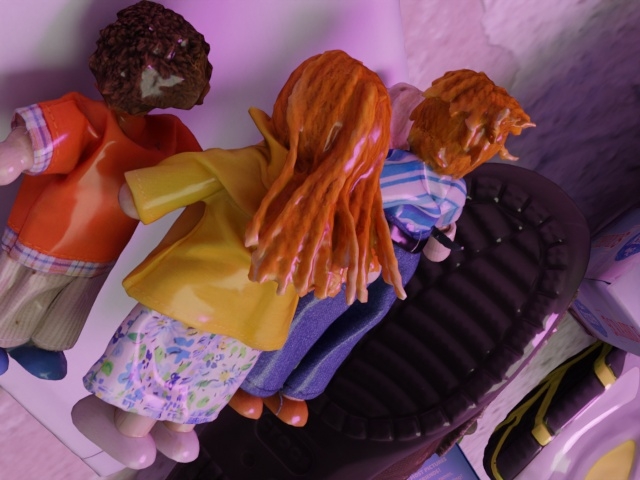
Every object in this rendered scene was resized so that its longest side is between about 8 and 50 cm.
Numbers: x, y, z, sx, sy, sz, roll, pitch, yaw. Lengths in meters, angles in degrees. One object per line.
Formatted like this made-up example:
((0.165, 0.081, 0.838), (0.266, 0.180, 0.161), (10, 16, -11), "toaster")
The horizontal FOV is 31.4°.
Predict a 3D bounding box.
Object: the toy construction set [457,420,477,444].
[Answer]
((0.087, 0.350, 0.999), (0.257, 0.309, 0.237), (-43, -172, -30), "toy construction set")

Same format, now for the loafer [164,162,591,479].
((0.029, 0.092, 0.733), (0.366, 0.134, 0.130), (-46, 162, 22), "loafer")

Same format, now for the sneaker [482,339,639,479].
((0.304, 0.096, 0.877), (0.385, 0.147, 0.145), (-40, 179, -7), "sneaker")

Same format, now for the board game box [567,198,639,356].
((0.302, -0.047, 0.733), (0.318, 0.066, 0.319), (-38, 176, 4), "board game box")

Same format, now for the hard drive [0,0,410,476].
((-0.063, -0.044, 0.461), (0.233, 0.047, 0.353), (-40, 152, -13), "hard drive")

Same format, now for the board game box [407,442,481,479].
((0.060, 0.232, 0.854), (0.160, 0.211, 0.039), (-26, 163, -18), "board game box")

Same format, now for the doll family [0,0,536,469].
((0.000, 0.000, 0.427), (0.263, 0.118, 0.163), (3, 125, -57), "doll family")
